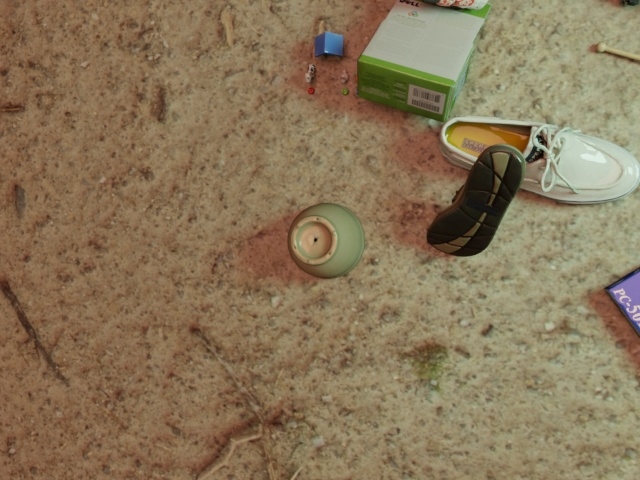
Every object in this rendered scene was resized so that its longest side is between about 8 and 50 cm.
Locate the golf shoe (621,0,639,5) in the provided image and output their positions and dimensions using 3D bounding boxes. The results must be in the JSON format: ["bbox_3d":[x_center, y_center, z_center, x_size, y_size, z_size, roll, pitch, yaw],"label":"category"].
[{"bbox_3d":[0.559,-0.530,1.061,0.094,0.077,0.198,-26,90,3],"label":"golf shoe"}]

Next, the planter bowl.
[{"bbox_3d":[0.000,0.000,1.191,0.162,0.109,0.162,0,89,17],"label":"planter bowl"}]

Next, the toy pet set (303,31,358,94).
[{"bbox_3d":[0.025,-0.364,1.209,0.122,0.065,0.114,3,91,16],"label":"toy pet set"}]

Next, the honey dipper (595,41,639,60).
[{"bbox_3d":[0.584,-0.331,1.069,0.160,0.030,0.030,23,96,17],"label":"honey dipper"}]

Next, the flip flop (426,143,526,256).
[{"bbox_3d":[0.288,-0.072,1.078,0.112,0.080,0.277,24,134,5],"label":"flip flop"}]

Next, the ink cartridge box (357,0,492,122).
[{"bbox_3d":[0.208,-0.376,1.151,0.188,0.097,0.255,21,61,15],"label":"ink cartridge box"}]

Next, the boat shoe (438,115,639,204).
[{"bbox_3d":[0.391,-0.159,1.055,0.367,0.156,0.136,20,95,16],"label":"boat shoe"}]

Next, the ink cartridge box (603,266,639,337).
[{"bbox_3d":[0.616,0.148,1.047,0.097,0.046,0.207,-35,80,12],"label":"ink cartridge box"}]

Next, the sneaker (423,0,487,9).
[{"bbox_3d":[0.254,-0.560,1.141,0.145,0.090,0.270,4,63,-16],"label":"sneaker"}]
